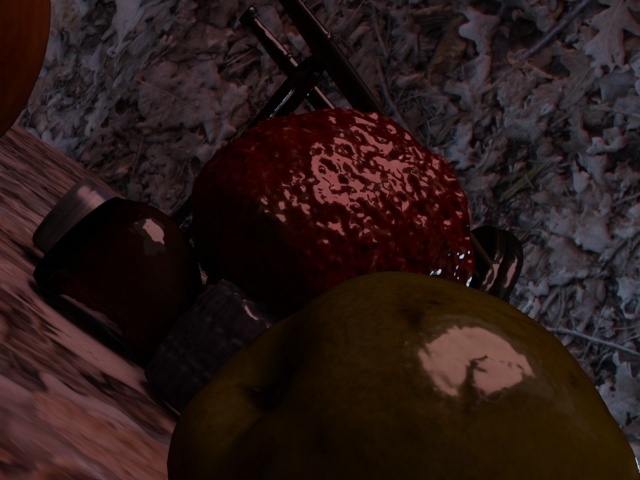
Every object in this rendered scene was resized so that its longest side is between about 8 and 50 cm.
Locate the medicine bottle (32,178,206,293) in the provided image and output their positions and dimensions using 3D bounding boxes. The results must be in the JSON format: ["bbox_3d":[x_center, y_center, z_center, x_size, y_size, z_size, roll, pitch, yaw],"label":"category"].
[{"bbox_3d":[-0.167,0.036,1.236,0.203,0.083,0.083,42,-1,-3],"label":"medicine bottle"}]

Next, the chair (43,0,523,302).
[{"bbox_3d":[-0.023,-0.008,1.485,0.410,0.365,0.362,40,-2,-9],"label":"chair"}]

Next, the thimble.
[{"bbox_3d":[-0.051,0.104,1.006,0.150,0.098,0.150,36,0,0],"label":"thimble"}]

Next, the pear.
[{"bbox_3d":[0.036,0.109,0.599,0.200,0.200,0.200,35,-1,1],"label":"pear"}]

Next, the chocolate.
[{"bbox_3d":[-0.154,0.042,1.093,0.133,0.127,0.124,49,24,-23],"label":"chocolate"}]

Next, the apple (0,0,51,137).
[{"bbox_3d":[-0.333,-0.179,0.948,0.286,0.233,0.286,34,0,0],"label":"apple"}]

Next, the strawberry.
[{"bbox_3d":[0.000,0.000,1.160,0.257,0.257,0.277,35,12,17],"label":"strawberry"}]
